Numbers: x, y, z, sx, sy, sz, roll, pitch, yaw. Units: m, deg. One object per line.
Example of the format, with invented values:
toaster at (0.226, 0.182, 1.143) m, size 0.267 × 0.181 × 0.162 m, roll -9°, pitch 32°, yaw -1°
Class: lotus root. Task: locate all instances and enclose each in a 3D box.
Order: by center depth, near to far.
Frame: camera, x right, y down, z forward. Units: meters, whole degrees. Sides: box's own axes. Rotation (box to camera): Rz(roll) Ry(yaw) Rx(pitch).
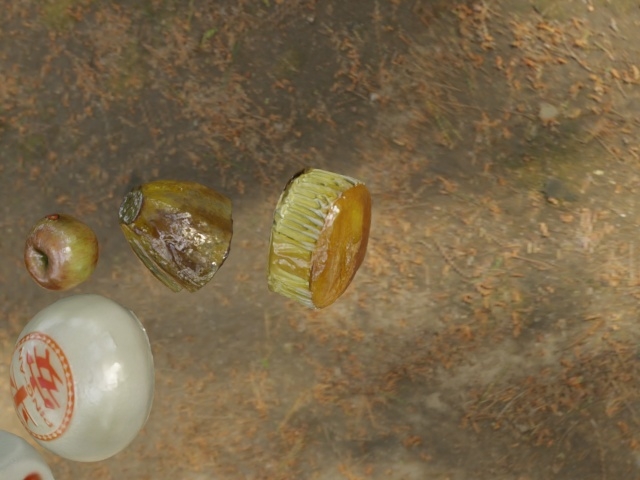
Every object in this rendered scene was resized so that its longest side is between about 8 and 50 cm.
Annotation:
lotus root at (-0.273, -0.013, 1.615) m, size 0.188 × 0.180 × 0.199 m, roll -42°, pitch 36°, yaw 29°

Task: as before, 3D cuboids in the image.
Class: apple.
apple at (-0.414, 0.021, 1.444) m, size 0.126 × 0.102 × 0.126 m, roll 9°, pitch 106°, yaw 32°

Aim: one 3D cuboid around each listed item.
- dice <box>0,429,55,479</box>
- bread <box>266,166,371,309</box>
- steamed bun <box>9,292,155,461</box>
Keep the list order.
dice at (-0.769, 0.577, 1.907) m, size 0.304 × 0.304 × 0.277 m, roll 2°, pitch 101°, yaw 27°
bread at (0.000, 0.000, 1.197) m, size 0.114 × 0.132 × 0.190 m, roll 21°, pitch 129°, yaw 23°
steamed bun at (-0.341, 0.188, 1.230) m, size 0.232 × 0.145 × 0.231 m, roll -3°, pitch 86°, yaw 42°
